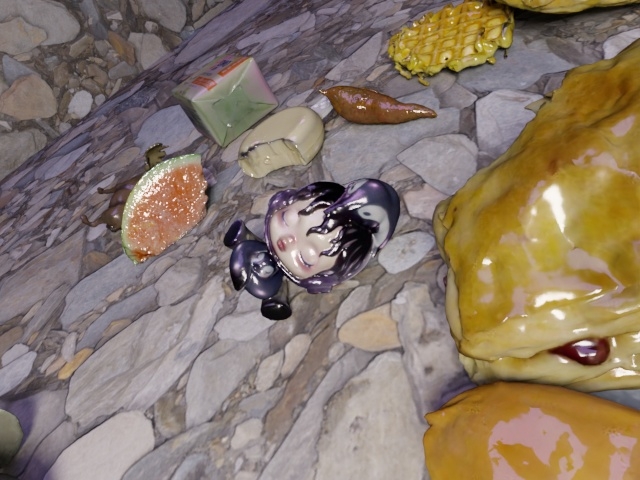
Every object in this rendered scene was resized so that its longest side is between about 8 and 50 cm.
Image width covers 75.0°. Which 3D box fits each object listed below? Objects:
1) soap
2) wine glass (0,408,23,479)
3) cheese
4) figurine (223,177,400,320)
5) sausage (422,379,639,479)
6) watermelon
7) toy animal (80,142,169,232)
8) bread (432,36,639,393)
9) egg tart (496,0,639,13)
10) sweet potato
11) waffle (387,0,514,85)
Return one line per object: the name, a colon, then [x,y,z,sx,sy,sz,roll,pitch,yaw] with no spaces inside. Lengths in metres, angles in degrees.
soap: [-0.236,-0.349,1.021,0.182,0.138,0.199,-40,39,-11]
wine glass: [-0.385,0.299,0.456,0.126,0.126,0.241,-45,40,-16]
cheese: [-0.052,-0.225,0.824,0.163,0.071,0.249,5,52,35]
figurine: [0.000,0.000,0.529,0.222,0.145,0.145,-30,38,20]
sausage: [0.213,0.175,0.203,0.353,0.116,0.134,19,75,47]
watermelon: [-0.311,-0.077,0.827,0.231,0.128,0.146,-40,22,-7]
toy animal: [-0.416,-0.111,0.940,0.185,0.094,0.214,-16,49,25]
bread: [0.275,-0.053,0.341,0.369,0.192,0.314,-12,44,25]
egg tart: [0.439,-0.500,0.704,0.344,0.133,0.346,-10,43,9]
sweet potato: [0.102,-0.237,0.752,0.226,0.068,0.068,20,60,24]
waffle: [0.265,-0.410,0.819,0.262,0.060,0.280,-35,39,-3]
